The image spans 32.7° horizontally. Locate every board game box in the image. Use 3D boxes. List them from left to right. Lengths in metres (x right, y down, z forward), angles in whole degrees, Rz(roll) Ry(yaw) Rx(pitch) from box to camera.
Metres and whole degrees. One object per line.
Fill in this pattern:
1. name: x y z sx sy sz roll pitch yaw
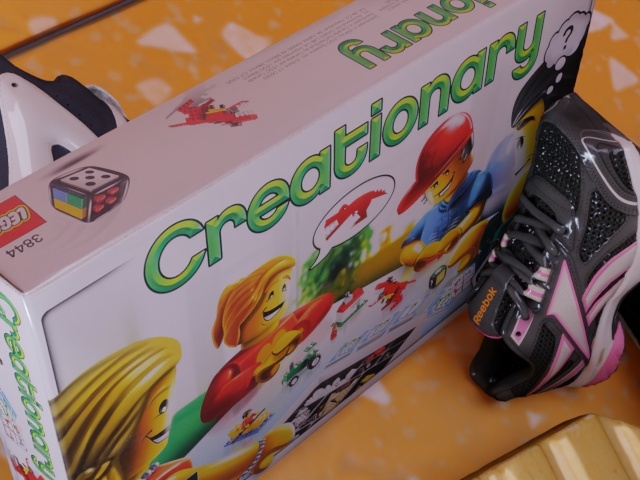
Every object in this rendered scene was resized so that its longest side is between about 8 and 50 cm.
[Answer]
1. board game box: 0.000 0.000 0.474 0.053 0.193 0.305 35 54 29

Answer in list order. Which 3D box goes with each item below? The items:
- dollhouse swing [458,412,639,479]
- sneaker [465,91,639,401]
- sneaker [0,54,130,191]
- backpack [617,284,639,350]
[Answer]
1. dollhouse swing: 0.159 0.246 0.373 0.347 0.315 0.305 -21 94 -28
2. sneaker: 0.110 0.018 0.529 0.077 0.178 0.072 -20 39 -19
3. sneaker: -0.158 -0.003 0.471 0.235 0.094 0.153 -28 76 -30
4. backpack: 0.278 0.044 0.543 0.191 0.225 0.253 -10 65 -22
